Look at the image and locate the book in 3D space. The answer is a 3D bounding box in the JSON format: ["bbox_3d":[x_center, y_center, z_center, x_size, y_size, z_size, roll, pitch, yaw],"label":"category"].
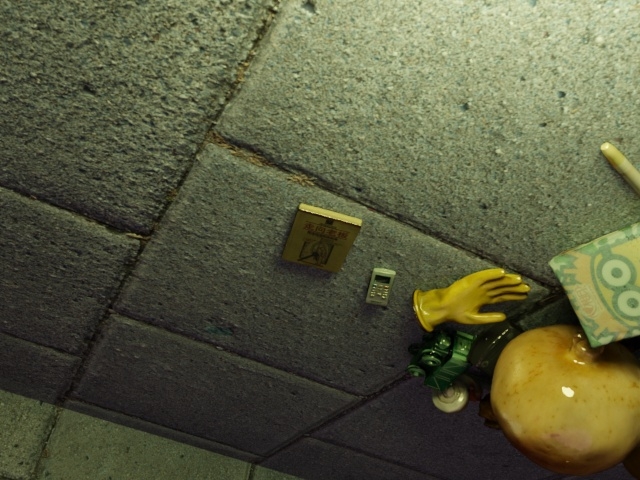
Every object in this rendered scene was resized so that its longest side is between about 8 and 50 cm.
[{"bbox_3d":[0.000,0.000,1.684,0.161,0.026,0.231,15,144,-6],"label":"book"}]

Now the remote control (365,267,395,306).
[{"bbox_3d":[0.160,0.129,1.822,0.065,0.029,0.166,10,140,2],"label":"remote control"}]

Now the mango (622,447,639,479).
[{"bbox_3d":[1.181,0.717,2.223,0.300,0.232,0.445,9,151,-5],"label":"mango"}]

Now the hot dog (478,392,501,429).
[{"bbox_3d":[0.672,0.515,2.082,0.267,0.174,0.387,20,139,-32],"label":"hot dog"}]

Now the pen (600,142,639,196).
[{"bbox_3d":[0.633,-0.127,1.341,0.233,0.032,0.040,35,133,-30],"label":"pen"}]

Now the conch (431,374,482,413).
[{"bbox_3d":[0.450,0.504,2.222,0.158,0.127,0.255,-34,158,4],"label":"conch"}]

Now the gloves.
[{"bbox_3d":[0.397,0.149,1.740,0.294,0.116,0.133,-18,144,25],"label":"gloves"}]

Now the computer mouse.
[{"bbox_3d":[0.543,0.333,1.922,0.269,0.100,0.170,37,96,-28],"label":"computer mouse"}]

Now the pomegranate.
[{"bbox_3d":[0.634,0.386,1.700,0.412,0.411,0.411,7,145,5],"label":"pomegranate"}]

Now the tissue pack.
[{"bbox_3d":[0.690,0.079,1.449,0.311,0.128,0.228,-29,84,44],"label":"tissue pack"}]

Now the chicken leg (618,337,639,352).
[{"bbox_3d":[0.837,0.292,1.863,0.253,0.051,0.106,4,150,8],"label":"chicken leg"}]

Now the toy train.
[{"bbox_3d":[0.356,0.362,2.026,0.154,0.115,0.269,20,143,-5],"label":"toy train"}]
